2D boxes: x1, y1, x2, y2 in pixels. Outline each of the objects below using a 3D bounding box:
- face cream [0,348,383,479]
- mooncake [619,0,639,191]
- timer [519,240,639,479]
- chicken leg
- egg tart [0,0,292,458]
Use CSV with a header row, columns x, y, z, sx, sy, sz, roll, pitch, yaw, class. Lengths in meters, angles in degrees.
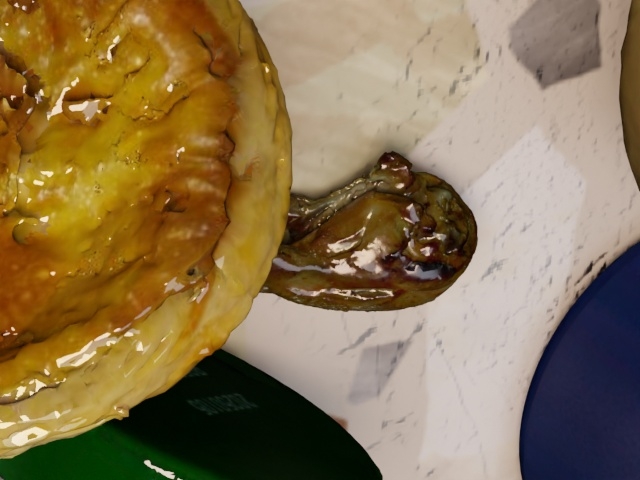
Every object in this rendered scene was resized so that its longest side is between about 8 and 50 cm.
x,y,z,sx,sy,sz,roll,pitch,yaw,class
-0.136,0.230,0.983,0.312,0.219,0.357,18,104,-34,face cream
0.372,-0.152,0.963,0.467,0.262,0.467,-24,131,-31,mooncake
0.315,0.172,1.088,0.270,0.383,0.270,-13,122,-22,timer
0.000,0.000,1.032,0.178,0.070,0.093,-8,120,-12,chicken leg
-0.158,-0.025,0.844,0.290,0.290,0.115,-28,161,-12,egg tart
